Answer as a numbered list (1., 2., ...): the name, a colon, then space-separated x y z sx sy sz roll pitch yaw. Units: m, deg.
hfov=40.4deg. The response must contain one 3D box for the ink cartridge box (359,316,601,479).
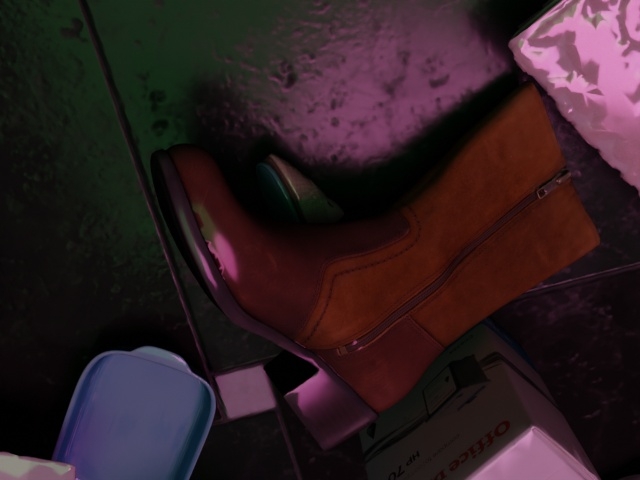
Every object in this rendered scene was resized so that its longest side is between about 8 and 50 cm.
1. ink cartridge box: 0.108 0.152 0.660 0.139 0.191 0.082 -43 107 12

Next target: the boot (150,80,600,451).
1. boot: 0.053 -0.021 0.607 0.280 0.096 0.264 -37 110 -8

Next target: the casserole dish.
1. casserole dish: -0.159 0.164 0.733 0.114 0.037 0.188 20 109 -10

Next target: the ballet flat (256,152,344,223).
1. ballet flat: 0.000 0.000 0.681 0.052 0.057 0.168 -31 115 -22

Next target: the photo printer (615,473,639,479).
1. photo printer: 0.279 0.371 0.793 0.256 0.107 0.307 41 102 -15

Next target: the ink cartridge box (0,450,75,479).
1. ink cartridge box: -0.406 0.253 0.718 0.384 0.091 0.308 12 108 -6

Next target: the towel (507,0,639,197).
1. towel: 0.346 -0.123 0.578 0.317 0.053 0.332 -39 109 25
